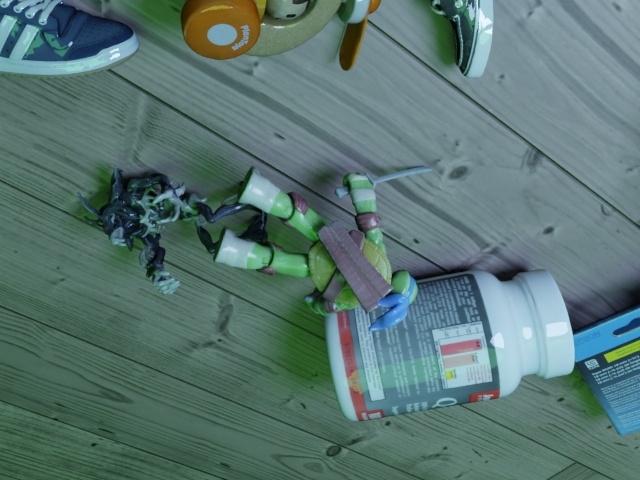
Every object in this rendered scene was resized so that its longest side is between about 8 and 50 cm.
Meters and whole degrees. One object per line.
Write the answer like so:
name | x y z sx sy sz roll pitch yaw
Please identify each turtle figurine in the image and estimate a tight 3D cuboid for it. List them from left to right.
turtle figurine | 0.000 0.000 0.858 0.266 0.275 0.198 22 137 -14

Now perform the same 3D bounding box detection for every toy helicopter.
toy helicopter | 0.018 -0.315 0.655 0.235 0.140 0.355 14 145 -43

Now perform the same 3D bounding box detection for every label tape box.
label tape box | 0.585 0.190 1.095 0.240 0.106 0.334 -28 123 18

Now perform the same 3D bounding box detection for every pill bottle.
pill bottle | 0.200 0.162 0.992 0.362 0.210 0.210 -11 127 6

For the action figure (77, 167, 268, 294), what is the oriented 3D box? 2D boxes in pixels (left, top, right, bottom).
action figure | -0.213 -0.022 0.881 0.275 0.141 0.164 -1 129 -6

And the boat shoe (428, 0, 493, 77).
boat shoe | 0.164 -0.301 0.727 0.070 0.078 0.219 -7 119 2

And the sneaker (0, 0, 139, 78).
sneaker | -0.362 -0.277 0.703 0.282 0.099 0.153 1 129 0
